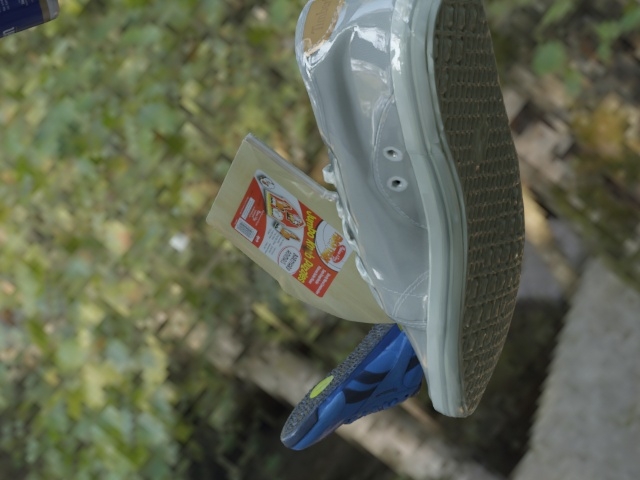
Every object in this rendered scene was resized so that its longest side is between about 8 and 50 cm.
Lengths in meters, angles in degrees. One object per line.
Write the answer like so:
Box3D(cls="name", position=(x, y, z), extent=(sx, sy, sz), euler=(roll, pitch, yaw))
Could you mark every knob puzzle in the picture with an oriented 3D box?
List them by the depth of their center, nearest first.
Box3D(cls="knob puzzle", position=(0.000, 0.000, 1.706), extent=(0.030, 0.213, 0.213), euler=(-49, -3, -27))

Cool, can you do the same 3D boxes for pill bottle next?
Box3D(cls="pill bottle", position=(-0.352, -0.238, 1.969), extent=(0.169, 0.094, 0.094), euler=(-20, -9, -10))

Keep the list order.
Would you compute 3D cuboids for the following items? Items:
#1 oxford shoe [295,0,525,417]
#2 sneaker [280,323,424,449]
Box3D(cls="oxford shoe", position=(0.073, -0.036, 1.544), extent=(0.449, 0.130, 0.169), euler=(74, -149, -45))
Box3D(cls="sneaker", position=(0.052, 0.146, 1.959), extent=(0.209, 0.082, 0.069), euler=(-43, 12, -21))
